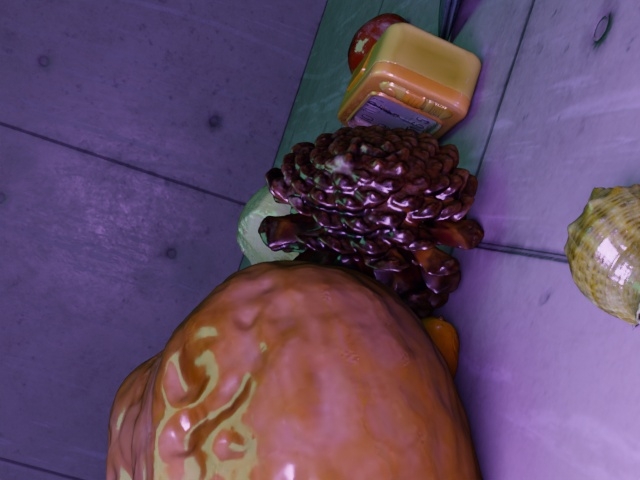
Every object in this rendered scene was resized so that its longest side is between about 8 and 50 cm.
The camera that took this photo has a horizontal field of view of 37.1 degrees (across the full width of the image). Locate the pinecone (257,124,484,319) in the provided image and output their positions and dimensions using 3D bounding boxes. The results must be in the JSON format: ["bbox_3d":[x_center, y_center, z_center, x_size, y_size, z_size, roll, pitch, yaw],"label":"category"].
[{"bbox_3d":[0.053,0.008,1.087,0.246,0.246,0.292,-83,1,-46],"label":"pinecone"}]

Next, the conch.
[{"bbox_3d":[0.218,0.011,0.695,0.089,0.074,0.121,69,-172,-55],"label":"conch"}]

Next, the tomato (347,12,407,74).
[{"bbox_3d":[0.099,-0.357,1.784,0.139,0.091,0.159,127,161,-56],"label":"tomato"}]

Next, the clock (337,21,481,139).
[{"bbox_3d":[0.116,-0.200,1.294,0.202,0.143,0.096,141,149,-72],"label":"clock"}]

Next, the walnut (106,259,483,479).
[{"bbox_3d":[-0.024,0.214,0.857,0.354,0.308,0.397,-47,40,43],"label":"walnut"}]

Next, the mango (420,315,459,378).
[{"bbox_3d":[0.108,0.130,1.006,0.080,0.061,0.114,-84,12,-59],"label":"mango"}]

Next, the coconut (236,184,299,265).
[{"bbox_3d":[0.003,0.014,1.373,0.205,0.236,0.236,-32,-25,-49],"label":"coconut"}]

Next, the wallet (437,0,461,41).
[{"bbox_3d":[0.208,-0.475,1.401,0.251,0.054,0.290,88,-174,-63],"label":"wallet"}]
